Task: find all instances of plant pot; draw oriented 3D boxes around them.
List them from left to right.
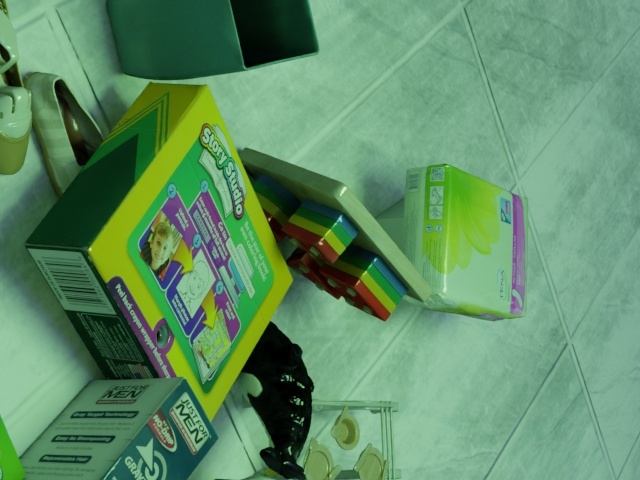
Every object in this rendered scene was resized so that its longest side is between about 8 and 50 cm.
[{"bbox_3d":[-0.156,-0.294,1.643,0.165,0.234,0.165,-24,103,-52],"label":"plant pot"}]

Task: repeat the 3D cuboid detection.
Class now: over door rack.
[{"bbox_3d":[-0.005,0.352,1.883,0.324,0.108,0.239,11,70,-46],"label":"over door rack"}]

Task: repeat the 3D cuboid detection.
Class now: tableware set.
[{"bbox_3d":[0.041,0.336,1.843,0.168,0.020,0.141,54,46,-24],"label":"tableware set"}]

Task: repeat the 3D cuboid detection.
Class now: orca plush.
[{"bbox_3d":[-0.065,0.187,1.715,0.151,0.102,0.287,18,32,-11],"label":"orca plush"}]

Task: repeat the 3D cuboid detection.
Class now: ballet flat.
[{"bbox_3d":[-0.380,-0.190,1.464,0.080,0.073,0.232,-30,110,-51],"label":"ballet flat"}]

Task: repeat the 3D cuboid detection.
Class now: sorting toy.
[{"bbox_3d":[0.000,0.000,1.837,0.089,0.255,0.257,-51,128,-12],"label":"sorting toy"}]

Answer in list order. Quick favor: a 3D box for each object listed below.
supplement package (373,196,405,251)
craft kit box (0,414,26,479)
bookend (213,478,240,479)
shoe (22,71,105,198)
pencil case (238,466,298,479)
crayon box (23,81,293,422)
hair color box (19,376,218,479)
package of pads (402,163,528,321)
[{"bbox_3d":[0.186,-0.022,2.191,0.179,0.105,0.105,-32,114,-51],"label":"supplement package"},{"bbox_3d":[-0.459,0.215,1.335,0.250,0.061,0.246,-39,120,-48],"label":"craft kit box"},{"bbox_3d":[-0.173,0.392,1.688,0.156,0.072,0.157,27,65,-49],"label":"bookend"},{"bbox_3d":[-0.307,-0.111,1.568,0.076,0.058,0.219,-48,124,-45],"label":"shoe"},{"bbox_3d":[-0.139,0.367,1.589,0.273,0.113,0.124,-5,132,-49],"label":"pencil case"},{"bbox_3d":[-0.192,0.030,1.630,0.313,0.106,0.363,-61,143,-38],"label":"crayon box"},{"bbox_3d":[-0.287,0.308,1.455,0.347,0.174,0.105,-51,124,-43],"label":"hair color box"},{"bbox_3d":[0.244,0.014,2.094,0.296,0.101,0.229,16,74,-51],"label":"package of pads"}]
